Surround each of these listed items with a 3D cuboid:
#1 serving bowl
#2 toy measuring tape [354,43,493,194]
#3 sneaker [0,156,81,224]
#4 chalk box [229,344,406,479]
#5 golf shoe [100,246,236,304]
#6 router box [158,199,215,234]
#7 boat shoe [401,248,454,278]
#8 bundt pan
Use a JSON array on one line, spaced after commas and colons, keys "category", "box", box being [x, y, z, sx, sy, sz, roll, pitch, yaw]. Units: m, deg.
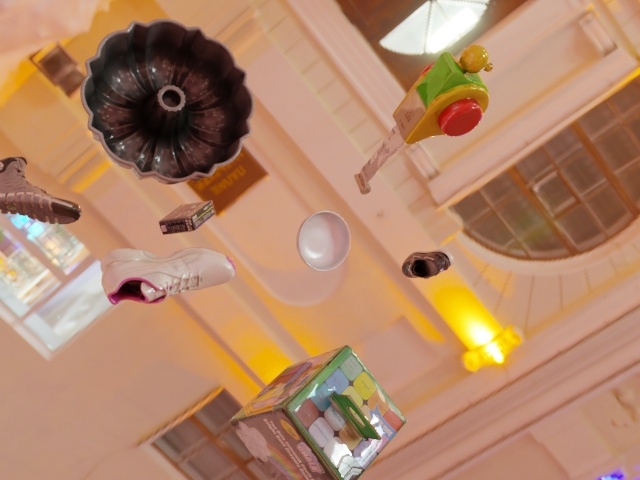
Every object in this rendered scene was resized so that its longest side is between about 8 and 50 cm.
[{"category": "serving bowl", "box": [0.000, 0.000, 1.017, 0.083, 0.083, 0.027, -47, -156, -19]}, {"category": "toy measuring tape", "box": [0.176, -0.185, 1.185, 0.330, 0.121, 0.121, -53, -177, 45]}, {"category": "sneaker", "box": [-0.607, -0.116, 1.531, 0.086, 0.228, 0.132, 118, -21, -56]}, {"category": "chalk box", "box": [0.006, 0.230, 0.943, 0.132, 0.132, 0.213, -39, -175, -37]}, {"category": "golf shoe", "box": [-0.343, 0.093, 1.664, 0.306, 0.115, 0.140, -2, -140, -9]}, {"category": "router box", "box": [-0.326, -0.057, 1.803, 0.092, 0.038, 0.122, -7, -160, 22]}, {"category": "boat shoe", "box": [0.169, 0.044, 1.219, 0.038, 0.046, 0.125, -32, -170, -30]}, {"category": "bundt pan", "box": [-0.303, -0.256, 1.436, 0.331, 0.331, 0.124, -48, -172, -24]}]
